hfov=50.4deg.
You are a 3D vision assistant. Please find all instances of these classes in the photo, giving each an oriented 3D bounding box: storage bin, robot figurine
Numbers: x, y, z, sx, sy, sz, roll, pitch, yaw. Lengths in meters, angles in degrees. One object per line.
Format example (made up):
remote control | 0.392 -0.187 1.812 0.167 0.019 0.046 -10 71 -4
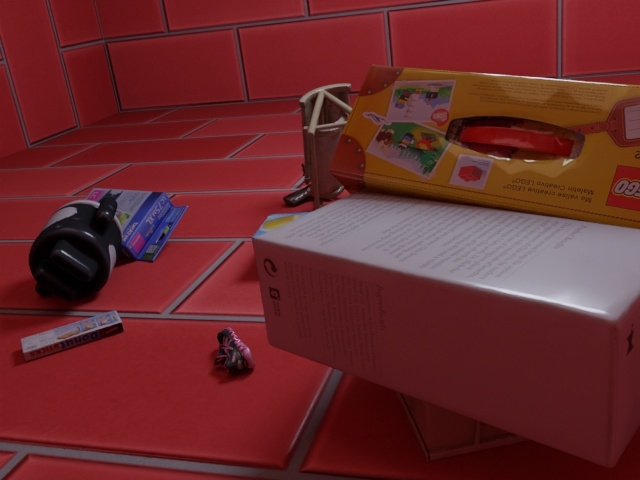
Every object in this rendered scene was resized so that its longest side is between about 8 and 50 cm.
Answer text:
storage bin | 0.232 0.154 0.958 0.260 0.123 0.262 -9 21 -6
robot figurine | -0.532 0.017 1.487 0.209 0.174 0.278 -10 26 -1

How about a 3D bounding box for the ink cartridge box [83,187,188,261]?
ink cartridge box | -0.502 -0.045 1.712 0.311 0.065 0.186 7 53 29

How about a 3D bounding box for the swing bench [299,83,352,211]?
swing bench | 0.030 -0.242 1.796 0.165 0.253 0.255 -9 37 -7

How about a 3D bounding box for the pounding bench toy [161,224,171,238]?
pounding bench toy | -0.423 -0.030 1.751 0.052 0.065 0.083 7 53 31

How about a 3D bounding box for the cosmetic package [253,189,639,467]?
cosmetic package | 0.161 0.067 0.809 0.453 0.161 0.230 12 27 41

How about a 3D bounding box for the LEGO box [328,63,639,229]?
LEGO box | 0.328 -0.069 1.020 0.500 0.193 0.372 14 -13 33

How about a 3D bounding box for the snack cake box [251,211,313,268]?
snack cake box | 0.000 0.000 1.483 0.264 0.089 0.152 -3 21 13

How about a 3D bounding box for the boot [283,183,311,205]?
boot | -0.036 -0.120 1.886 0.114 0.037 0.106 -25 28 -31

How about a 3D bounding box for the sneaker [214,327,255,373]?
sneaker | -0.155 0.185 1.126 0.057 0.047 0.119 -28 25 -18

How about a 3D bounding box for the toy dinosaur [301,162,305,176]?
toy dinosaur | 0.012 -0.197 2.034 0.118 0.064 0.268 -7 15 -43

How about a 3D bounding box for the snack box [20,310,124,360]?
snack box | -0.464 0.176 1.274 0.178 0.022 0.064 -17 22 -22
